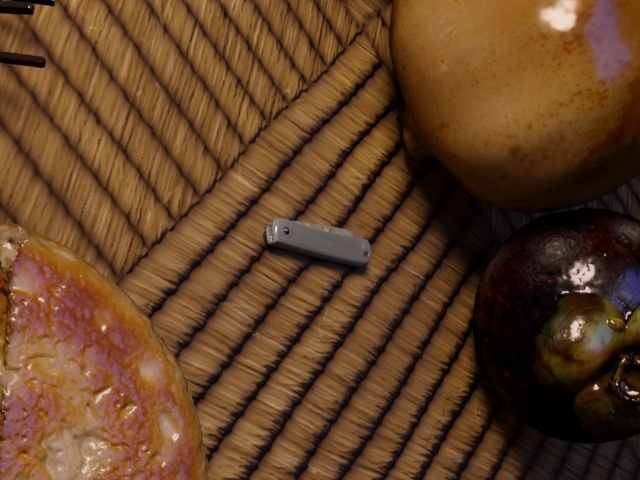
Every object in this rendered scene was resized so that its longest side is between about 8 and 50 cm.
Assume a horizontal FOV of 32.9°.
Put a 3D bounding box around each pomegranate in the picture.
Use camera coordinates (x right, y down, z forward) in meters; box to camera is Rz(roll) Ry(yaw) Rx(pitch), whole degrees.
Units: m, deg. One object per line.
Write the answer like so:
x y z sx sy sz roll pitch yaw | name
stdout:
0.262 -0.228 1.378 0.416 0.416 0.417 17 65 -41 | pomegranate

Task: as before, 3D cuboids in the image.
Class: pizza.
-0.223 0.149 0.960 0.226 0.086 0.335 -39 104 -40 | pizza

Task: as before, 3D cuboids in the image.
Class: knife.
0.000 0.000 1.280 0.162 0.023 0.044 15 69 -42 | knife

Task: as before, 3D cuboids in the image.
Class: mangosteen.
0.356 0.115 1.396 0.330 0.330 0.330 17 65 -41 | mangosteen

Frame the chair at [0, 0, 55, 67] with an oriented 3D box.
-0.354 -0.224 0.970 0.212 0.101 0.084 6 67 -5 | chair
